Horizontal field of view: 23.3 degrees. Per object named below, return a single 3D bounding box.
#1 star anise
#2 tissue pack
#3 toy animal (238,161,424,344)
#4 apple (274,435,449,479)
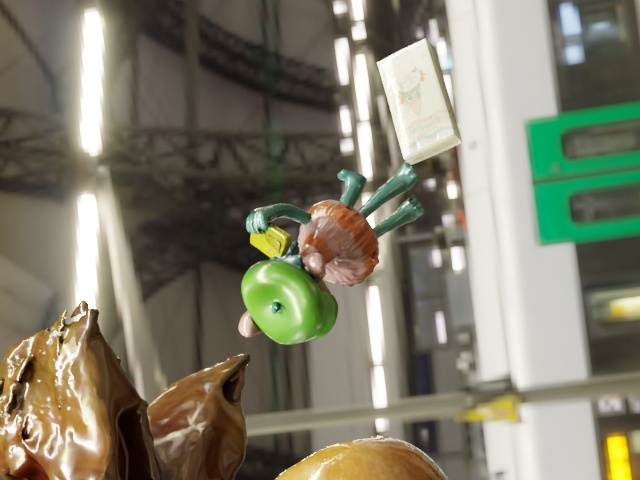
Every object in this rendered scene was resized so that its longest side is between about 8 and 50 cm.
[{"bbox_3d":[-0.170,0.164,0.862,0.148,0.346,0.237,35,146,59],"label":"star anise"},{"bbox_3d":[0.090,-0.128,1.421,0.023,0.056,0.108,35,-145,-56],"label":"tissue pack"},{"bbox_3d":[0.000,0.000,1.203,0.103,0.100,0.208,51,-136,-5],"label":"toy animal"},{"bbox_3d":[0.046,0.314,1.621,0.253,0.253,0.254,-8,-90,-79],"label":"apple"}]
